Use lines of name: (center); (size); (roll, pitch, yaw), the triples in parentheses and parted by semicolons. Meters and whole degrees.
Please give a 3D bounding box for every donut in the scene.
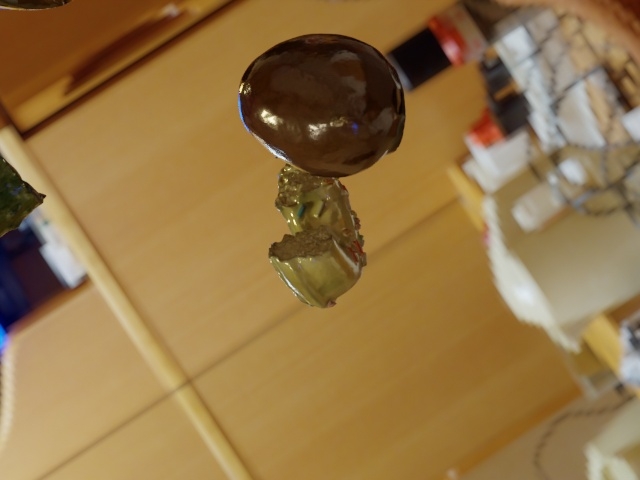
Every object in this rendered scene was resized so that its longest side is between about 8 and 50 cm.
donut: (0.002, 0.001, 1.654); (0.108, 0.065, 0.166); (56, -161, -30)

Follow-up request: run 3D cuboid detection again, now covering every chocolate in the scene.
chocolate: (-0.003, -0.116, 1.497); (0.127, 0.133, 0.124); (114, 146, -62)

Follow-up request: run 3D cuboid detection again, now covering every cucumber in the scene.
cucumber: (-0.465, -0.016, 2.131); (0.134, 0.244, 0.134); (47, 173, 8)

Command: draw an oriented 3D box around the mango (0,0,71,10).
mango: (-0.336, -0.317, 1.870); (0.249, 0.156, 0.151); (-16, -85, -56)
